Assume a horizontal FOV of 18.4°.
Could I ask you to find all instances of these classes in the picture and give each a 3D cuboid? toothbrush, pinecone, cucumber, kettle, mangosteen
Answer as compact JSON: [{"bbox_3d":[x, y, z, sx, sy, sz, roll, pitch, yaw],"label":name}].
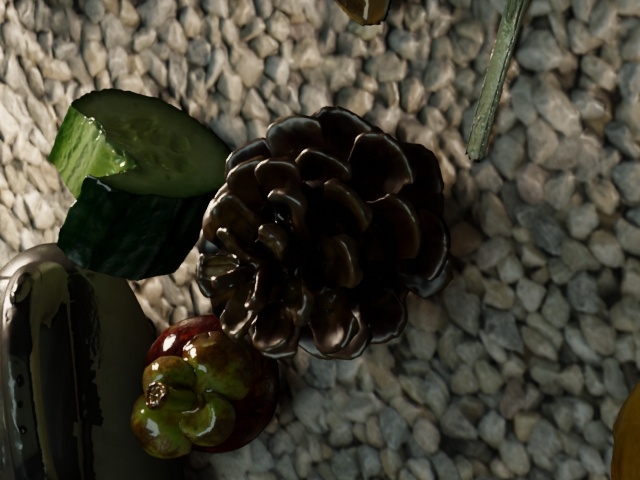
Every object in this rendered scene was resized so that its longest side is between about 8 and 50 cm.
[{"bbox_3d":[0.174,-0.203,1.804,0.026,0.028,0.294,31,124,33],"label":"toothbrush"},{"bbox_3d":[0.000,0.000,1.841,0.244,0.309,0.244,5,107,16],"label":"pinecone"},{"bbox_3d":[-0.190,-0.064,2.064,0.191,0.191,0.130,51,126,20],"label":"cucumber"},{"bbox_3d":[-0.282,0.165,2.114,0.228,0.321,0.324,-7,92,10],"label":"kettle"},{"bbox_3d":[-0.115,0.159,2.042,0.146,0.181,0.156,18,102,-6],"label":"mangosteen"}]

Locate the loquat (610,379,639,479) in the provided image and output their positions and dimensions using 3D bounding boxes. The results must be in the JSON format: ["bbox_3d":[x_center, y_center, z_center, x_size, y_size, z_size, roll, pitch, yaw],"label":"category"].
[{"bbox_3d":[0.347,0.202,1.640,0.238,0.193,0.238,4,97,37],"label":"loquat"}]

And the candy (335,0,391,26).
[{"bbox_3d":[-0.029,-0.290,1.913,0.271,0.101,0.143,12,102,32],"label":"candy"}]
